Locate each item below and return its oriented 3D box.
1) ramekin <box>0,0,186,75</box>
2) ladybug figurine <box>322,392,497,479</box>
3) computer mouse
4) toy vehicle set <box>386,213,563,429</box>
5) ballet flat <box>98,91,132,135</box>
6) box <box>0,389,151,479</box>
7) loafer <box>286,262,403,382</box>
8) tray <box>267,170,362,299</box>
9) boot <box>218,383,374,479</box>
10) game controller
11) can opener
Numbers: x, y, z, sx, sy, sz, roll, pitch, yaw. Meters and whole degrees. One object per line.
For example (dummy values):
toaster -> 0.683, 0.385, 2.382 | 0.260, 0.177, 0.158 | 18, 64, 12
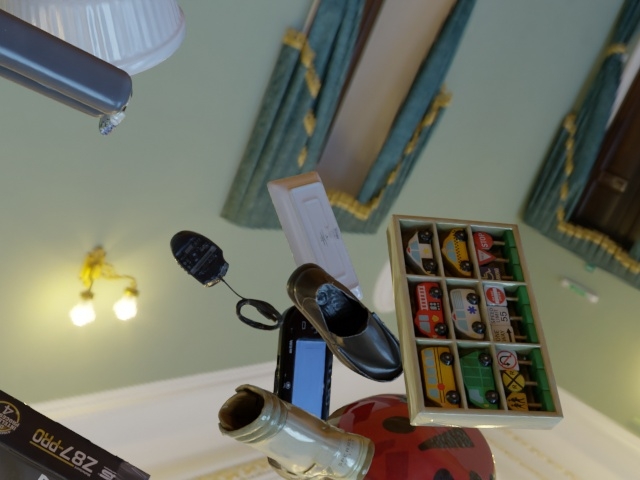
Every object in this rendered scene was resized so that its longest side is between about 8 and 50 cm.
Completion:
ramekin -> -0.336, -0.349, 1.211 | 0.273, 0.127, 0.272 | 0, -139, 0
ladybug figurine -> 0.158, 0.362, 1.321 | 0.305, 0.162, 0.449 | 52, -164, 20
computer mouse -> -0.162, 0.071, 1.446 | 0.242, 0.071, 0.041 | 44, 179, -6
toy vehicle set -> 0.174, 0.090, 0.982 | 0.166, 0.035, 0.266 | 3, -126, -11
ballet flat -> -0.376, -0.245, 1.545 | 0.041, 0.114, 0.041 | 12, 155, 6
box -> -0.527, 0.458, 1.509 | 0.318, 0.395, 0.097 | 33, -140, -11
loafer -> 0.042, 0.123, 1.119 | 0.220, 0.080, 0.078 | 43, 174, -22
tray -> 0.000, 0.000, 1.588 | 0.030, 0.270, 0.145 | -21, 178, 42
boot -> -0.053, 0.237, 1.017 | 0.165, 0.077, 0.213 | 30, 156, -21
game controller -> -0.034, 0.288, 1.673 | 0.067, 0.318, 0.166 | 0, 173, 28
can opener -> -0.312, -0.162, 0.741 | 0.284, 0.095, 0.076 | 23, 168, -35
